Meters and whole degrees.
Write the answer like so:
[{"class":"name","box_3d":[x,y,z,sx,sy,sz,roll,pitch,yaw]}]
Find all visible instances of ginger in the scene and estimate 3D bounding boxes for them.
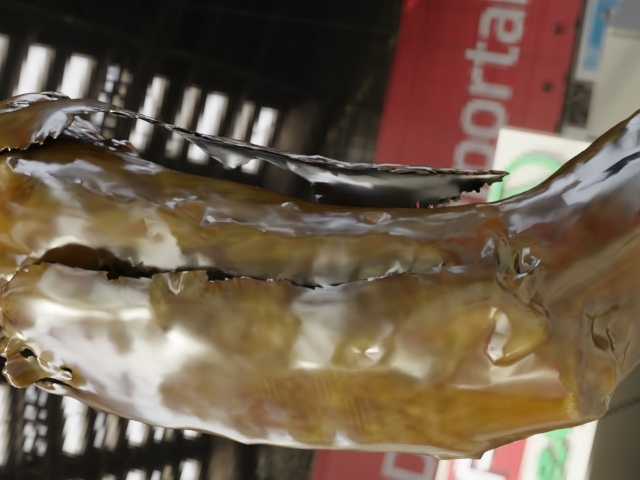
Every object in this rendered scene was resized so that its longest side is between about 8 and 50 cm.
[{"class":"ginger","box_3d":[-0.008,0.010,0.517,0.107,0.309,0.133,79,-154,-47]}]
